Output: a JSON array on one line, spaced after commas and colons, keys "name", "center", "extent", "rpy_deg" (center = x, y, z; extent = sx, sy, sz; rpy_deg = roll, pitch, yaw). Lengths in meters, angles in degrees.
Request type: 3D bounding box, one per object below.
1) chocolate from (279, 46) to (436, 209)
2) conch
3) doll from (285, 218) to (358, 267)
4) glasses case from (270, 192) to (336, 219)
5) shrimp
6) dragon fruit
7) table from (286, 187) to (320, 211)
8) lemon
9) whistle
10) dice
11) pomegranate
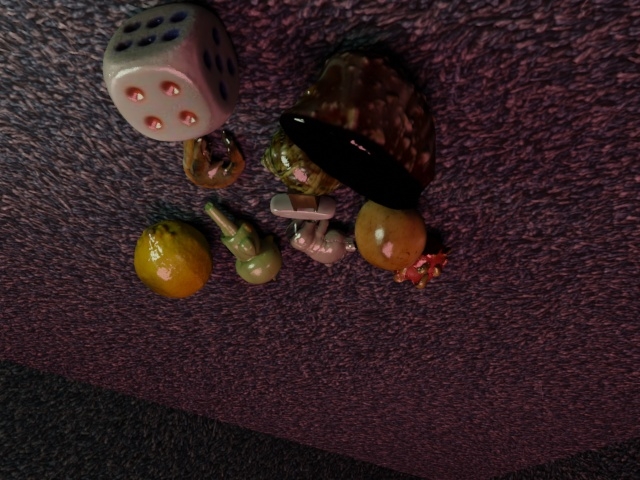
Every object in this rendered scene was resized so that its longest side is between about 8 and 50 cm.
[{"name": "chocolate", "center": [0.101, -0.225, 1.163], "extent": [0.225, 0.210, 0.340], "rpy_deg": [12, 162, 49]}, {"name": "conch", "center": [-0.034, -0.169, 1.322], "extent": [0.181, 0.124, 0.187], "rpy_deg": [35, -169, 25]}, {"name": "doll", "center": [0.000, 0.000, 1.583], "extent": [0.192, 0.095, 0.149], "rpy_deg": [25, 138, -18]}, {"name": "glasses case", "center": [-0.043, -0.085, 1.500], "extent": [0.164, 0.063, 0.041], "rpy_deg": [3, 141, 5]}, {"name": "shrimp", "center": [-0.245, -0.195, 1.393], "extent": [0.145, 0.059, 0.254], "rpy_deg": [10, 144, -8]}, {"name": "dragon fruit", "center": [0.249, 0.057, 1.590], "extent": [0.133, 0.150, 0.207], "rpy_deg": [-12, 159, -30]}, {"name": "table", "center": [-0.033, -0.120, 1.438], "extent": [0.070, 0.083, 0.082], "rpy_deg": [3, 150, 11]}, {"name": "lemon", "center": [-0.397, 0.051, 1.631], "extent": [0.204, 0.204, 0.260], "rpy_deg": [-5, 142, 17]}, {"name": "whistle", "center": [-0.193, 0.001, 1.619], "extent": [0.141, 0.141, 0.294], "rpy_deg": [-10, 123, 22]}, {"name": "dice", "center": [-0.273, -0.312, 1.128], "extent": [0.193, 0.194, 0.191], "rpy_deg": [-5, 143, 18]}, {"name": "pomegranate", "center": [0.172, -0.027, 1.455], "extent": [0.196, 0.196, 0.196], "rpy_deg": [5, 144, 4]}]
